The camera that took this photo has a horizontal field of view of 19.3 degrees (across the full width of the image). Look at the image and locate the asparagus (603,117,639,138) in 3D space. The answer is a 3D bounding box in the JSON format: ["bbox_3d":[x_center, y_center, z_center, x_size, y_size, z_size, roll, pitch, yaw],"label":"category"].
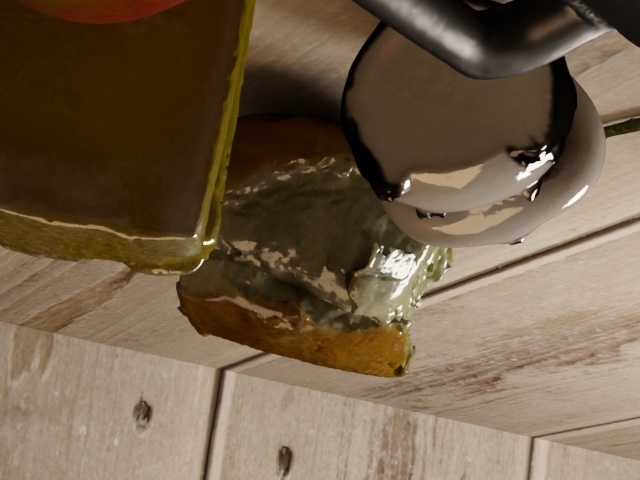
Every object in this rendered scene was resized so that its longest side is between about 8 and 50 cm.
[{"bbox_3d":[0.257,-0.096,1.656,0.015,0.014,0.114,37,153,-28],"label":"asparagus"}]

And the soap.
[{"bbox_3d":[-0.133,-0.148,1.098,0.199,0.315,0.091,11,165,-3],"label":"soap"}]

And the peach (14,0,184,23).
[{"bbox_3d":[-0.115,-0.225,0.955,0.231,0.231,0.231,7,165,2],"label":"peach"}]

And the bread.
[{"bbox_3d":[0.000,0.000,1.730,0.250,0.225,0.279,14,174,3],"label":"bread"}]

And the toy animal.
[{"bbox_3d":[0.125,-0.083,1.479,0.187,0.165,0.235,-14,157,13],"label":"toy animal"}]

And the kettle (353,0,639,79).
[{"bbox_3d":[0.144,-0.190,0.933,0.203,0.262,0.308,38,-175,32],"label":"kettle"}]
